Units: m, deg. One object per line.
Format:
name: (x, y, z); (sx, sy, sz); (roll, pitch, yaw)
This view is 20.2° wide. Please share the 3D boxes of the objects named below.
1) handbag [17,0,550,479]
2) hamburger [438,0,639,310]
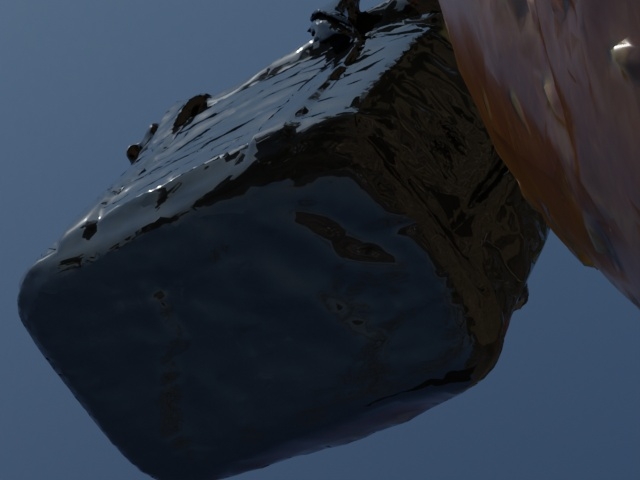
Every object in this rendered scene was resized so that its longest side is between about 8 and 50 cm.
handbag: (0.000, 0.000, 0.872); (0.181, 0.254, 0.181); (53, -143, -14)
hamburger: (0.116, -0.126, 0.367); (0.170, 0.290, 0.314); (-1, -81, -12)
